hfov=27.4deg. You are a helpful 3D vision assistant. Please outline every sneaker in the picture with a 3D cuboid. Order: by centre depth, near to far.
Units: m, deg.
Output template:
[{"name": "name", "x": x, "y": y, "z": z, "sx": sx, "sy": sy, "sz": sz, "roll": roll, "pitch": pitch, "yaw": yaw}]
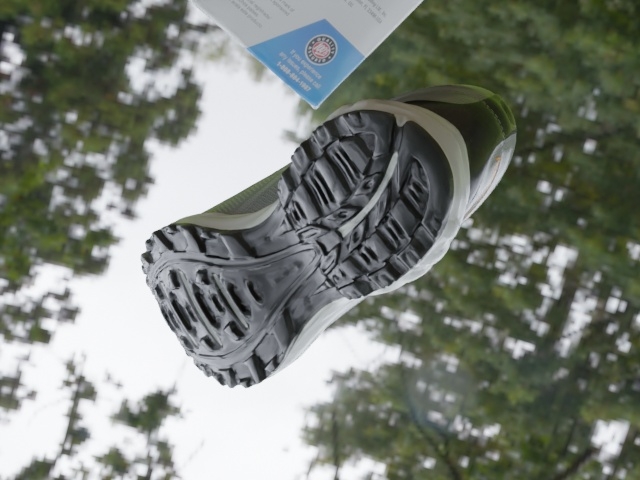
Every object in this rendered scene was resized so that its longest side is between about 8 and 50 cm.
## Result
[{"name": "sneaker", "x": 0.000, "y": 0.000, "z": 0.698, "sx": 0.108, "sy": 0.100, "sz": 0.271, "roll": -30, "pitch": 180, "yaw": -44}]

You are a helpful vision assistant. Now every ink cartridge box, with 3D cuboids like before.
[{"name": "ink cartridge box", "x": -0.003, "y": -0.252, "z": 0.892, "sx": 0.171, "sy": 0.232, "sz": 0.168, "roll": 37, "pitch": -168, "yaw": -47}]
